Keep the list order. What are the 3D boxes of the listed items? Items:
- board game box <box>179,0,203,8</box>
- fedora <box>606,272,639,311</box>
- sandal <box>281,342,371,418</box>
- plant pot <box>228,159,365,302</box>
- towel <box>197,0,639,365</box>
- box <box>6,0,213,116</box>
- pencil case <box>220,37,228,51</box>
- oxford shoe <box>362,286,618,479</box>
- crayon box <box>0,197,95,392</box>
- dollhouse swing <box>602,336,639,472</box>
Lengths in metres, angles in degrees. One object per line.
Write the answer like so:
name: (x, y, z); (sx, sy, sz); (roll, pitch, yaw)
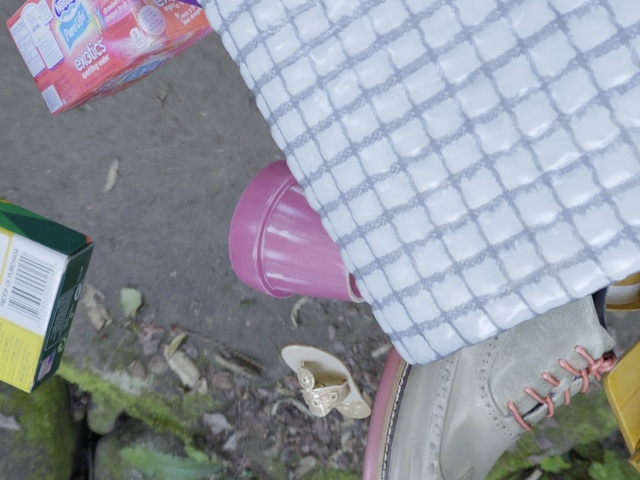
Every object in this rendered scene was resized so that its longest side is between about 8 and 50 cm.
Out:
board game box: (-0.140, -0.413, 0.836); (0.208, 0.056, 0.347); (2, 135, -41)
fedora: (0.385, 0.028, 1.166); (0.194, 0.194, 0.079); (4, 116, -6)
sandal: (0.015, 0.258, 1.370); (0.088, 0.079, 0.240); (-15, 138, 27)
plant pot: (0.000, 0.000, 1.188); (0.180, 0.201, 0.201); (18, 95, 31)
towel: (0.109, -0.103, 0.374); (0.283, 0.121, 0.235); (-31, 83, 27)
box: (-0.282, -0.297, 1.124); (0.142, 0.300, 0.154); (-33, 101, -40)
pencil case: (-0.056, -0.388, 1.221); (0.124, 0.113, 0.273); (7, 129, -24)
oxford shoe: (0.137, 0.085, 0.595); (0.130, 0.123, 0.348); (15, 73, 33)
crayon box: (-0.464, 0.033, 1.052); (0.318, 0.081, 0.202); (24, 111, 4)
dollhouse swing: (0.416, 0.066, 0.991); (0.315, 0.347, 0.305); (-42, 81, -4)
